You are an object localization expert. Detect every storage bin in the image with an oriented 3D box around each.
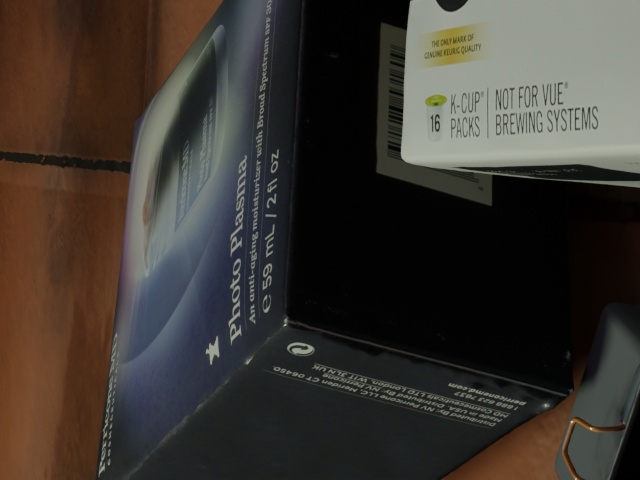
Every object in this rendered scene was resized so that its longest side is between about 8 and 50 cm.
[{"bbox_3d":[0.167,0.099,0.971,0.091,0.098,0.135,-122,42,-62],"label":"storage bin"}]

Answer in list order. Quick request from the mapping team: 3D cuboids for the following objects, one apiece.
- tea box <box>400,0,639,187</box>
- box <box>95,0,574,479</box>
[{"bbox_3d":[0.205,-0.182,0.755,0.329,0.220,0.324,-175,88,-66],"label":"tea box"},{"bbox_3d":[0.000,0.000,1.136,0.294,0.182,0.296,133,146,-52],"label":"box"}]
